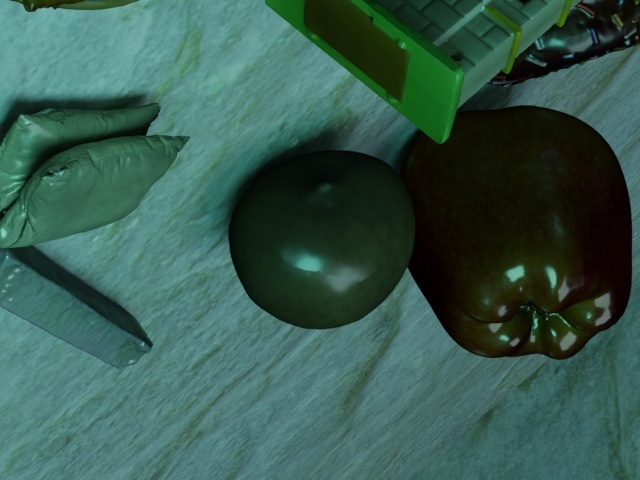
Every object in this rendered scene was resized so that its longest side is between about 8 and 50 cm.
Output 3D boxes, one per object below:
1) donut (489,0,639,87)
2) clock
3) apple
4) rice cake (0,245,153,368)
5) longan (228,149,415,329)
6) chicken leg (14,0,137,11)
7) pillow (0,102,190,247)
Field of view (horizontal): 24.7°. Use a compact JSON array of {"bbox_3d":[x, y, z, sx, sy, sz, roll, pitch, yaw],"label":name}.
[{"bbox_3d":[0.262,-0.231,1.598,0.235,0.089,0.235,-17,-178,1],"label":"donut"},{"bbox_3d":[0.116,-0.248,1.296,0.255,0.220,0.106,-41,160,-23],"label":"clock"},{"bbox_3d":[0.238,-0.016,1.777,0.288,0.317,0.288,-8,147,-5],"label":"apple"},{"bbox_3d":[-0.255,0.063,1.445,0.056,0.073,0.365,-38,158,1],"label":"rice cake"},{"bbox_3d":[0.000,0.000,1.590,0.220,0.196,0.196,-29,155,-39],"label":"longan"},{"bbox_3d":[-0.227,-0.267,0.814,0.409,0.182,0.295,-5,129,-30],"label":"chicken leg"},{"bbox_3d":[-0.213,-0.058,1.286,0.181,0.078,0.134,-15,150,-53],"label":"pillow"}]
